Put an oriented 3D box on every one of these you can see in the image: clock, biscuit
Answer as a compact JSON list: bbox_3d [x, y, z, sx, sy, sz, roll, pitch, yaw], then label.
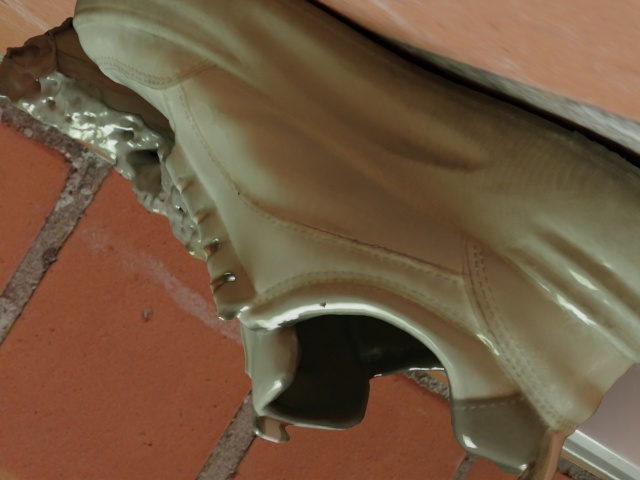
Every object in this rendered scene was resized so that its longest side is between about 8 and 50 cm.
[{"bbox_3d":[0.176,0.099,1.167,0.230,0.083,0.230,29,176,2],"label":"clock"},{"bbox_3d":[-0.072,-0.059,0.914,0.188,0.040,0.265,20,-160,-25],"label":"biscuit"}]

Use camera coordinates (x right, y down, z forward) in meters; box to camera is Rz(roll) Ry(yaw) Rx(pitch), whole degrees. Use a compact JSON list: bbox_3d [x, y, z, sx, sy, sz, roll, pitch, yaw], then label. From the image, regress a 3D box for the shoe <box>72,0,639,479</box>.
[{"bbox_3d":[0.000,0.000,0.740,0.316,0.159,0.124,25,174,32],"label":"shoe"}]
